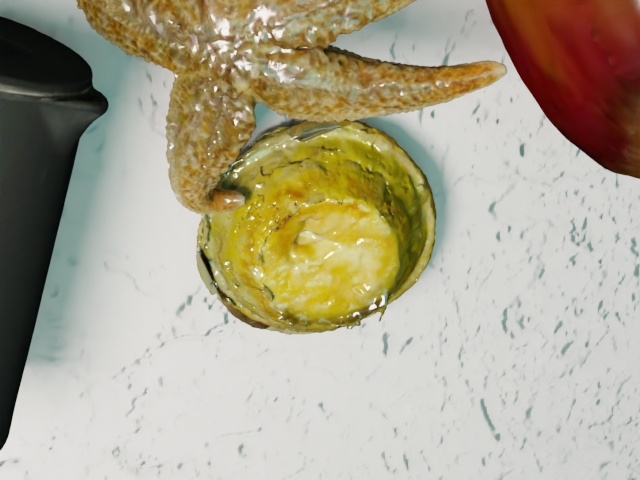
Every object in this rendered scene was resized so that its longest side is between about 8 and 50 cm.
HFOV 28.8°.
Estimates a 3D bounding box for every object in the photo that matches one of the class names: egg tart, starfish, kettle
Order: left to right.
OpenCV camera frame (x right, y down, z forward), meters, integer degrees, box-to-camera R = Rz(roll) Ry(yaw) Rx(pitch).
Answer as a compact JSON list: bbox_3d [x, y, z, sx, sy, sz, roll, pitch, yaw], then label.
[{"bbox_3d":[-0.311,-0.021,0.926,0.203,0.262,0.308,-2,118,-49],"label":"kettle"},{"bbox_3d":[-0.060,-0.152,0.906,0.375,0.094,0.327,26,118,3],"label":"starfish"},{"bbox_3d":[0.000,0.000,1.050,0.212,0.090,0.213,-4,115,-8],"label":"egg tart"}]

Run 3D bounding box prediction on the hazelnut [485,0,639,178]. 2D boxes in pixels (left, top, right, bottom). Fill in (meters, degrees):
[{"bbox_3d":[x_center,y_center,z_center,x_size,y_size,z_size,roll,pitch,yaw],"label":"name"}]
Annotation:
[{"bbox_3d":[0.307,-0.246,0.870,0.421,0.353,0.421,2,101,10],"label":"hazelnut"}]
